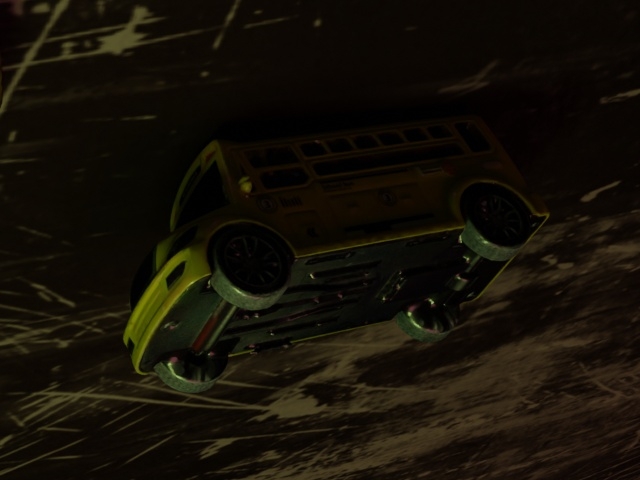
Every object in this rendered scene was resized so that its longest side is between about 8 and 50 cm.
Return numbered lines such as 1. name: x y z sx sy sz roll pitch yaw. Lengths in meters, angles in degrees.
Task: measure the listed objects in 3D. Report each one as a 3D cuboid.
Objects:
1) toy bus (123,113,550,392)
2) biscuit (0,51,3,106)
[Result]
1. toy bus: 0.000 0.000 1.147 0.331 0.151 0.145 -9 152 -34
2. biscuit: -0.345 -0.080 0.789 0.350 0.070 0.394 -27 153 2
